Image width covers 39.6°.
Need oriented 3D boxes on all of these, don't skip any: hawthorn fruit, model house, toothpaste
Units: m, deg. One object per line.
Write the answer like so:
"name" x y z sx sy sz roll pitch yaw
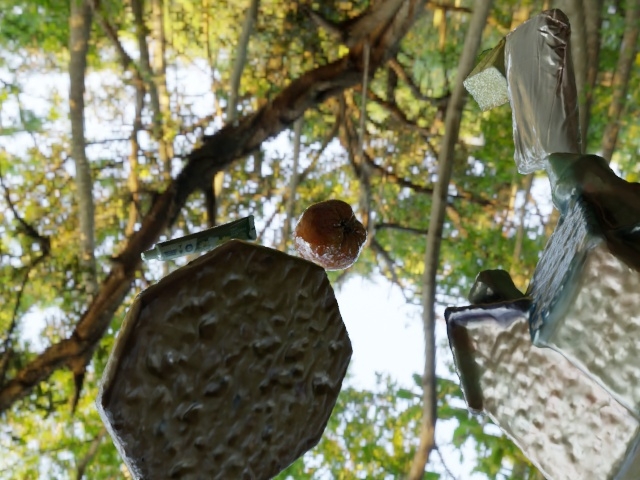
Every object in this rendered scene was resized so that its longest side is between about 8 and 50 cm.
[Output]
"hawthorn fruit" 0.012 0.000 1.509 0.125 0.140 0.125 38 -165 -12
"model house" 0.300 0.081 0.952 0.245 0.312 0.280 -1 -149 -36
"toothpaste" -0.202 0.003 1.500 0.204 0.049 0.031 -16 -158 -22

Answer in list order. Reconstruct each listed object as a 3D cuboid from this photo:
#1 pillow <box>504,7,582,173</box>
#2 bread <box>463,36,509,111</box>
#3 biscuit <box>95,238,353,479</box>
"pillow" 0.346 -0.229 1.401 0.067 0.270 0.173 4 166 -18
"bread" 0.315 -0.305 1.596 0.080 0.084 0.109 -21 -147 45
"biscuit" -0.110 0.169 1.117 0.359 0.358 0.046 -18 -157 -32
